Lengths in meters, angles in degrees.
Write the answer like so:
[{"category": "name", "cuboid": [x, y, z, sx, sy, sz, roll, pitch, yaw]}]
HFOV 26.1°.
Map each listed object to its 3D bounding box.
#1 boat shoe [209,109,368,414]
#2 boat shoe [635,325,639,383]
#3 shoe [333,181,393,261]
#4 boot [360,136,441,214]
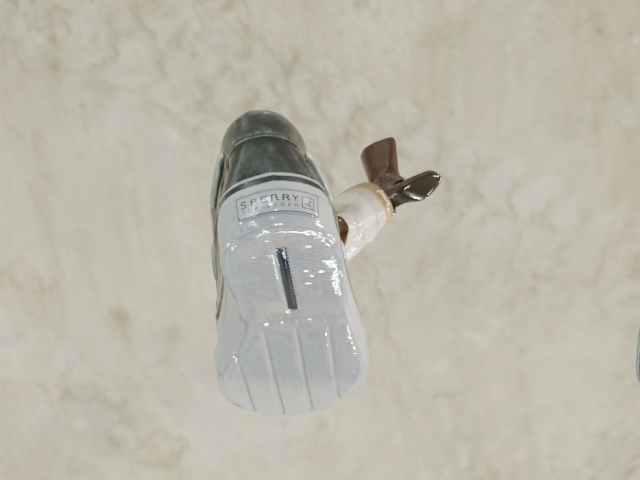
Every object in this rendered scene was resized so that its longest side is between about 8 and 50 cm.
[{"category": "boat shoe", "cuboid": [-0.022, 0.026, 1.047, 0.121, 0.119, 0.335, -1, 149, -4]}, {"category": "boat shoe", "cuboid": [0.337, 0.033, 1.262, 0.081, 0.079, 0.228, 9, 92, -32]}, {"category": "shoe", "cuboid": [0.000, 0.000, 1.510, 0.058, 0.076, 0.219, -43, -178, -34]}, {"category": "boot", "cuboid": [0.094, -0.091, 1.673, 0.106, 0.114, 0.037, -30, 132, 26]}]
